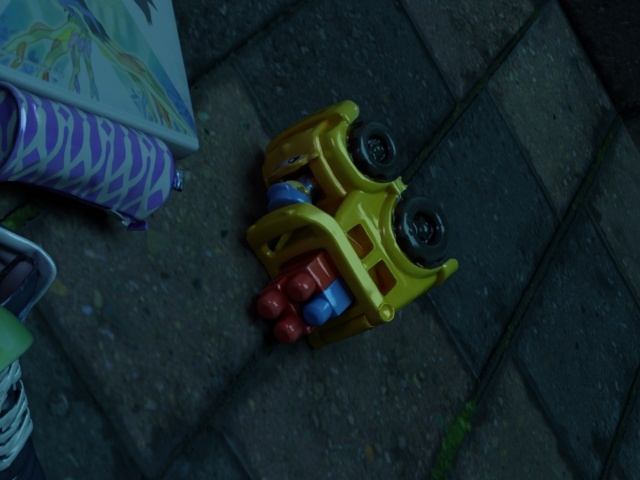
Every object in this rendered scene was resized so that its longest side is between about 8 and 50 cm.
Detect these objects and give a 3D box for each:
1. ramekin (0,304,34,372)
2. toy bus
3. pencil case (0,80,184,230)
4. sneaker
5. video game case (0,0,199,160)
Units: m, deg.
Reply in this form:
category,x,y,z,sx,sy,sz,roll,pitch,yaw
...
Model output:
category,x,y,z,sx,sy,sz,roll,pitch,yaw
ramekin,-0.314,0.083,0.808,0.148,0.303,0.303,55,29,-4
toy bus,0.000,0.000,1.575,0.211,0.149,0.220,-39,101,-45
pencil case,-0.212,-0.068,1.313,0.206,0.086,0.088,19,80,-52
sneaker,-0.225,0.099,1.058,0.282,0.153,0.099,61,27,-29
video game case,-0.247,-0.247,1.432,0.329,0.036,0.300,19,53,-54
